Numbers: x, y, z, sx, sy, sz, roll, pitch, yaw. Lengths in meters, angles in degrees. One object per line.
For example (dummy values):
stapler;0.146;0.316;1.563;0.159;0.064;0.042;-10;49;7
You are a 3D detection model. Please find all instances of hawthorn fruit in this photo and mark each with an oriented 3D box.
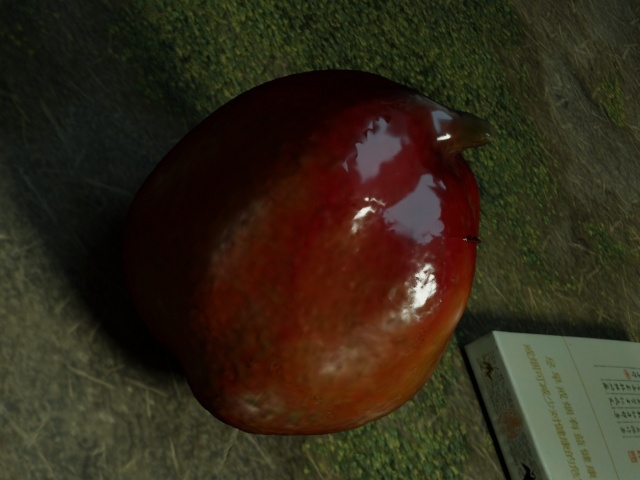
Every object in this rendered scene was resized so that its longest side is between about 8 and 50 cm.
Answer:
hawthorn fruit;-0.016;0.006;1.076;0.295;0.311;0.295;9;34;-6

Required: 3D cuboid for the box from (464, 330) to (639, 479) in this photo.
box;0.317;0.208;1.511;0.365;0.051;0.204;8;56;-47
